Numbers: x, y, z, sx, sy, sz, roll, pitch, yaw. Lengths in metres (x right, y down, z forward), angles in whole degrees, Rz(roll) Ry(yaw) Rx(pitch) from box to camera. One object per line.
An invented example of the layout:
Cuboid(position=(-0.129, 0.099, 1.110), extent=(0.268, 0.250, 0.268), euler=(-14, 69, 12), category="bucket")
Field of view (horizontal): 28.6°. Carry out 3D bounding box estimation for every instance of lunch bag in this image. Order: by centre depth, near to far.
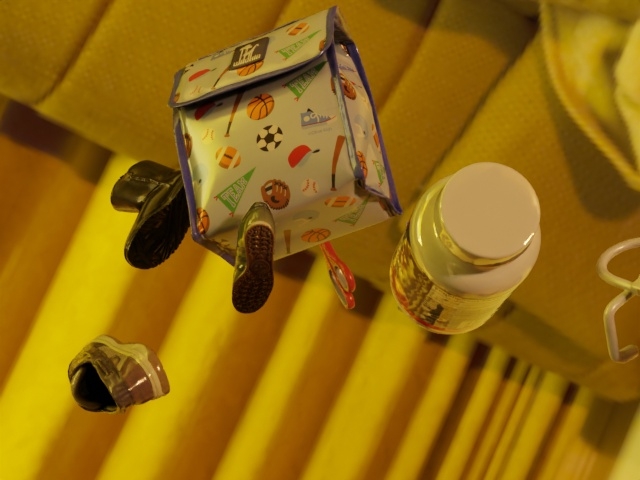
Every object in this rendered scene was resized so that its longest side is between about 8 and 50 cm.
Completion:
Cuboid(position=(-0.075, -0.192, 2.150), extent=(0.328, 0.385, 0.239), euler=(-18, 154, 16), category="lunch bag")

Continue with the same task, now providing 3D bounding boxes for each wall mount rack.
Cuboid(position=(0.528, 0.074, 1.549), extent=(0.350, 0.304, 0.130), euler=(21, 135, 50), category="wall mount rack")

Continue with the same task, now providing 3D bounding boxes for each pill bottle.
Cuboid(position=(0.200, 0.010, 1.721), extent=(0.176, 0.176, 0.318), euler=(24, 161, 3), category="pill bottle")

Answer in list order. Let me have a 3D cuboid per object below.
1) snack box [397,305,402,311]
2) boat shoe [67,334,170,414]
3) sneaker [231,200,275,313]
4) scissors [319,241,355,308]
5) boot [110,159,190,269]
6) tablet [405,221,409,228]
Cuboid(position=(0.204, 0.086, 2.337), extent=(0.100, 0.141, 0.037), euler=(27, -146, 28), category="snack box")
Cuboid(position=(-0.243, 0.153, 1.394), extent=(0.073, 0.080, 0.223), euler=(-24, -171, -31), category="boat shoe")
Cuboid(position=(-0.103, 0.022, 2.001), extent=(0.064, 0.086, 0.192), euler=(5, 131, -7), category="sneaker")
Cuboid(position=(0.000, 0.000, 2.502), extent=(0.297, 0.021, 0.109), euler=(61, 164, 24), category="scissors")
Cuboid(position=(-0.344, -0.053, 2.459), extent=(0.207, 0.246, 0.094), euler=(9, 146, 46), category="boot")
Cuboid(position=(0.185, -0.014, 2.099), extent=(0.083, 0.054, 0.006), euler=(-5, 143, 5), category="tablet")
